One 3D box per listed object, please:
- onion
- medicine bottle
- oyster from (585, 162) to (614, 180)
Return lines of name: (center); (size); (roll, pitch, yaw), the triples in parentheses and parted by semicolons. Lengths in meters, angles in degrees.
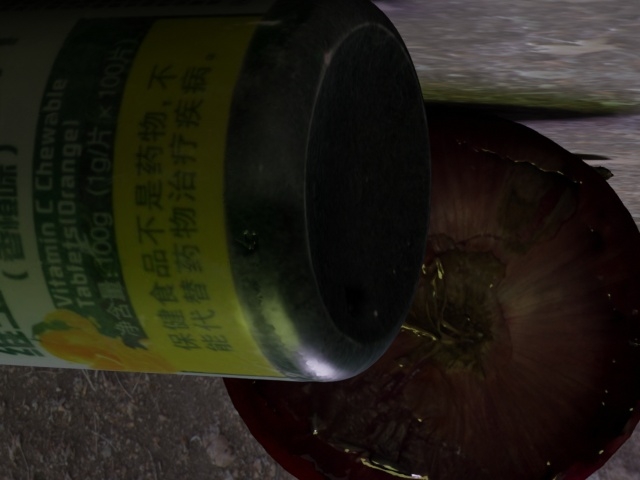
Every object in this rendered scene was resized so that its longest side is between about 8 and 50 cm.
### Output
onion: (0.066, 0.046, 1.053); (0.248, 0.248, 0.161); (3, 165, -3)
medicine bottle: (-0.115, -0.022, 0.721); (0.293, 0.141, 0.141); (2, 177, 25)
oyster: (0.157, -0.048, 1.298); (0.083, 0.019, 0.054); (-1, 178, 29)
